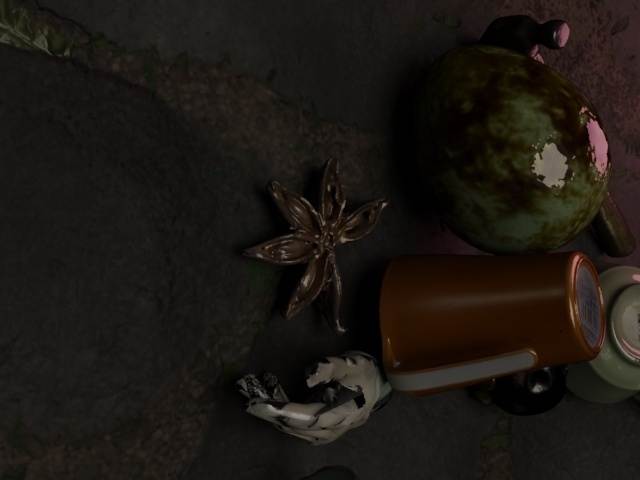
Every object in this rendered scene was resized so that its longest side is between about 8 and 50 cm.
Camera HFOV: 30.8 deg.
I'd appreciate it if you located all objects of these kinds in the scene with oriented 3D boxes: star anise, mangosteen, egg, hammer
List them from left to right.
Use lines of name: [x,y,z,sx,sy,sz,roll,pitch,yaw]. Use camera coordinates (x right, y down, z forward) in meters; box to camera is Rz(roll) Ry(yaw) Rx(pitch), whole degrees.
star anise: [-0.014,-0.003,1.406,0.172,0.063,0.208,24,79,-29]
egg: [0.237,-0.119,1.480,0.238,0.238,0.289,-20,80,-35]
mangosteen: [0.257,0.170,1.571,0.151,0.137,0.137,-2,91,-2]
hammer: [0.349,-0.134,1.632,0.044,0.168,0.440,-50,125,-22]

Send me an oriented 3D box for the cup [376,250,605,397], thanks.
cup: [0.197,0.104,1.416,0.226,0.264,0.182,-53,127,-53]

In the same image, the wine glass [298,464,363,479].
wine glass: [0.106,0.464,1.384,0.406,0.267,0.267,43,66,-22]

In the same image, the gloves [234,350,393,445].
gloves: [-0.006,0.188,1.362,0.212,0.127,0.111,-16,91,-48]

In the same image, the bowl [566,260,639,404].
bowl: [0.429,0.125,1.664,0.211,0.112,0.211,4,79,-20]

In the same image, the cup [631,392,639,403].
cup: [0.539,0.221,1.780,0.141,0.120,0.120,43,65,-39]
